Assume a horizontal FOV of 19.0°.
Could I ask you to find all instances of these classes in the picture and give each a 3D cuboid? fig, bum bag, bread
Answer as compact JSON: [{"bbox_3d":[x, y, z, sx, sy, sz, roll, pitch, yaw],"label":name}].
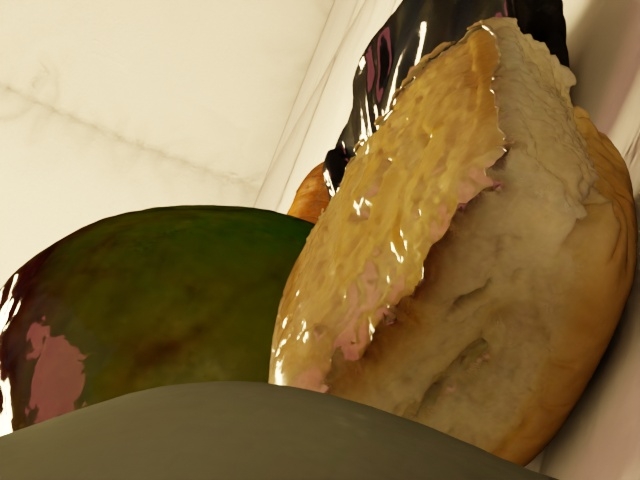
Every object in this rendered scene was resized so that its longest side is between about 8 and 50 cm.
[{"bbox_3d":[-0.044,0.073,0.701,0.191,0.181,0.181,-42,-10,-34],"label":"fig"},{"bbox_3d":[0.041,-0.037,0.792,0.310,0.074,0.137,121,160,-64],"label":"bum bag"},{"bbox_3d":[0.041,0.014,0.532,0.125,0.082,0.106,-54,20,24],"label":"bread"}]

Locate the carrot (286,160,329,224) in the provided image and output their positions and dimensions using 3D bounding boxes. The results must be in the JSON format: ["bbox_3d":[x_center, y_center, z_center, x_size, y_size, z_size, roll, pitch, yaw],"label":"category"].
[{"bbox_3d":[0.000,0.000,1.179,0.248,0.059,0.059,-69,4,-46],"label":"carrot"}]

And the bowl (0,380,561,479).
[{"bbox_3d":[-0.071,0.127,0.358,0.289,0.146,0.289,-48,9,10],"label":"bowl"}]
